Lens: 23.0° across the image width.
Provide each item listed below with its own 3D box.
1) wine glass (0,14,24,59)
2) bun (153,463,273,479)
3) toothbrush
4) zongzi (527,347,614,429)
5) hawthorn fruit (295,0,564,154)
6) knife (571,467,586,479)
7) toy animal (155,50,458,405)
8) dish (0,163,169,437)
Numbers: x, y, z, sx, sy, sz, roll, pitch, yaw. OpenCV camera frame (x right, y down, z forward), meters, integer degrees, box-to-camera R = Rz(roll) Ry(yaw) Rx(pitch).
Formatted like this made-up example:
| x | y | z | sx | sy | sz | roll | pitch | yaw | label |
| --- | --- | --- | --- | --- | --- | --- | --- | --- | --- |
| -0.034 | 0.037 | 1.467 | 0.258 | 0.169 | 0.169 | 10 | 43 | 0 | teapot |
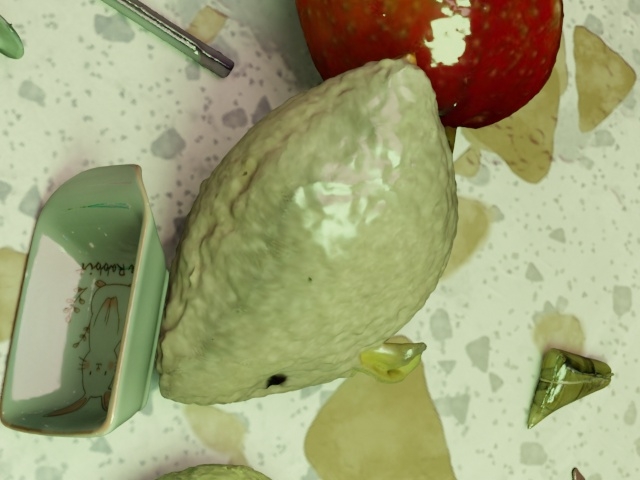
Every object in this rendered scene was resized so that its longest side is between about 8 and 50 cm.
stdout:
| x | y | z | sx | sy | sz | roll | pitch | yaw | label |
| --- | --- | --- | --- | --- | --- | --- | --- | --- | --- |
| -0.323 | -0.128 | 1.313 | 0.073 | 0.073 | 0.155 | 44 | 65 | -12 | wine glass |
| -0.087 | 0.313 | 1.312 | 0.259 | 0.152 | 0.259 | 2 | 85 | -23 | bun |
| -0.225 | -0.248 | 1.394 | 0.354 | 0.024 | 0.029 | 32 | 63 | -16 | toothbrush |
| 0.245 | 0.153 | 1.539 | 0.076 | 0.040 | 0.083 | 16 | 89 | -27 | zongzi |
| 0.097 | -0.192 | 1.422 | 0.254 | 0.254 | 0.300 | -13 | 111 | -24 | hawthorn fruit |
| 0.301 | 0.336 | 1.550 | 0.035 | 0.018 | 0.247 | -29 | 92 | -21 | knife |
| 0.004 | -0.005 | 1.343 | 0.226 | 0.358 | 0.188 | 12 | 34 | -40 | toy animal |
| -0.183 | 0.052 | 1.318 | 0.064 | 0.154 | 0.234 | 19 | 76 | -44 | dish |
